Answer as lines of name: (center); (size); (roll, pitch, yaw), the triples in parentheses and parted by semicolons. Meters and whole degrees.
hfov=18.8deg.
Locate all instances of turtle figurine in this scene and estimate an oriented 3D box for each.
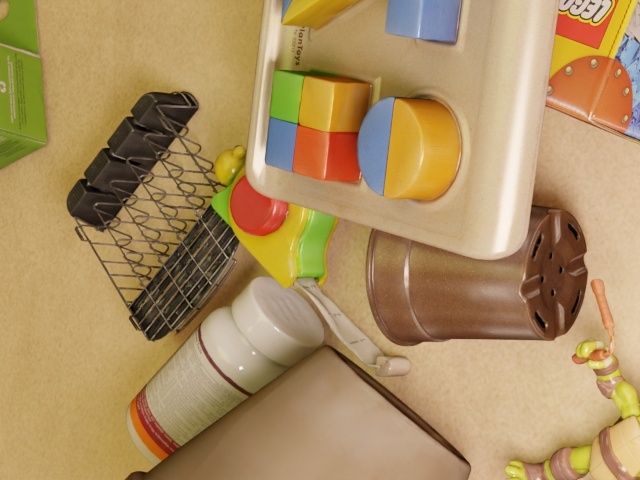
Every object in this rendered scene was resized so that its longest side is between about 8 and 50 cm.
turtle figurine: (0.265, 0.188, 1.753); (0.217, 0.087, 0.269); (-42, 63, 37)

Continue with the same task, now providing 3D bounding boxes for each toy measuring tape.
toy measuring tape: (0.000, 0.000, 2.032); (0.330, 0.121, 0.121); (46, 111, 29)

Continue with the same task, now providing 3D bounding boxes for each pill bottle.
pill bottle: (-0.101, 0.148, 2.073); (0.221, 0.121, 0.121); (-48, 53, 23)

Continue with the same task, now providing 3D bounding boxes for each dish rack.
dish rack: (-0.180, -0.025, 2.224); (0.208, 0.074, 0.271); (-51, 53, 23)

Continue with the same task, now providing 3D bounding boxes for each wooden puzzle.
wooden puzzle: (0.055, -0.169, 1.775); (0.348, 0.080, 0.322); (16, 102, 45)

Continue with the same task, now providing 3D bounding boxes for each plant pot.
plant pot: (0.156, 0.028, 1.849); (0.165, 0.167, 0.167); (6, 84, 36)
plant pot: (-0.010, 0.267, 1.869); (0.280, 0.323, 0.323); (-49, 50, 1)

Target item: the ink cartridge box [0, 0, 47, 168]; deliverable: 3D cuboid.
ink cartridge box: (-0.456, -0.218, 2.503); (0.189, 0.097, 0.255); (-23, 66, 37)

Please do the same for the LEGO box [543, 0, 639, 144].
LEGO box: (0.195, -0.338, 1.868); (0.500, 0.193, 0.372); (27, 98, 43)
